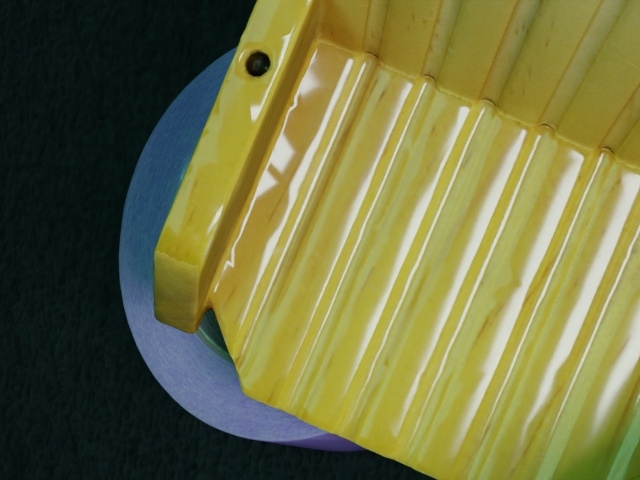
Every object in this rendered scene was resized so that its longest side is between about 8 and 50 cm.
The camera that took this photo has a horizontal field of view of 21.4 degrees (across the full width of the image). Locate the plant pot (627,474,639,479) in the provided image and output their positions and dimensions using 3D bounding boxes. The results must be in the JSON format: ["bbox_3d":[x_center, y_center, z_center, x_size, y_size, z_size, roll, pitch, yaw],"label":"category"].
[{"bbox_3d":[0.194,0.230,0.837,0.227,0.207,0.228,49,134,-7],"label":"plant pot"}]

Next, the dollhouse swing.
[{"bbox_3d":[0.102,-0.012,0.866,0.347,0.305,0.315,23,92,3],"label":"dollhouse swing"}]

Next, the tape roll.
[{"bbox_3d":[0.000,0.000,1.129,0.275,0.090,0.275,-8,75,31],"label":"tape roll"}]
